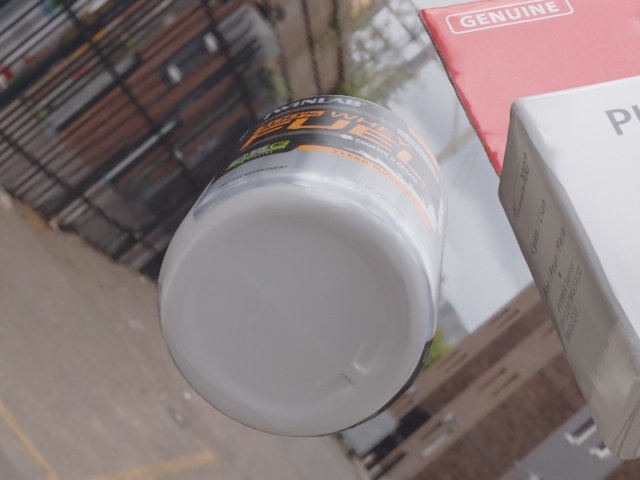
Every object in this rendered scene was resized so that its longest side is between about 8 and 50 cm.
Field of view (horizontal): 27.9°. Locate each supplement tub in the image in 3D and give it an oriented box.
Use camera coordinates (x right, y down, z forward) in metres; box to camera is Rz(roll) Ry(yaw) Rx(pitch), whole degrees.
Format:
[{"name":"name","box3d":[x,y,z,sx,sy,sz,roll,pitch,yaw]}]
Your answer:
[{"name":"supplement tub","box3d":[0.000,0.000,0.993,0.193,0.193,0.316,51,17,-11]}]

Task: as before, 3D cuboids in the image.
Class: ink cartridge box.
[{"name":"ink cartridge box","box3d":[0.218,-0.060,0.550,0.066,0.296,0.261,90,-15,-51]}]
